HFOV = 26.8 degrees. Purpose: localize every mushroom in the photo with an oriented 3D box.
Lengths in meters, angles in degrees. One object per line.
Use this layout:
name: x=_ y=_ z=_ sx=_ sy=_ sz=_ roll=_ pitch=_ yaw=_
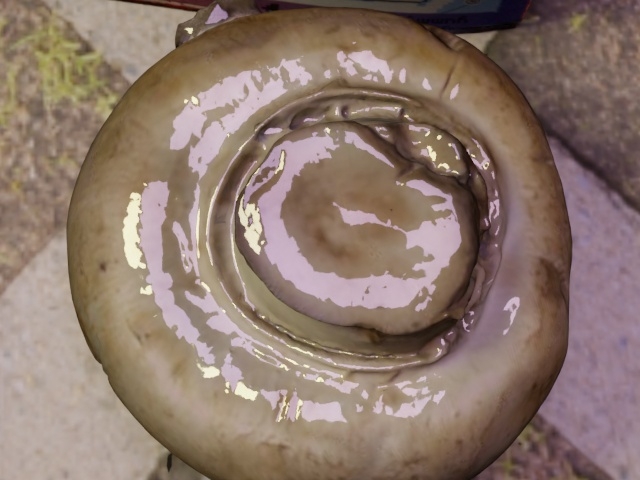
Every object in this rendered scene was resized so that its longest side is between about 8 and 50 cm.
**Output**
mushroom: x=0.000 y=0.000 z=0.627 sx=0.255 sy=0.184 sz=0.254 roll=0 pitch=85 yaw=1

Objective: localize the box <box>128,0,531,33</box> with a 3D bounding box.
box: x=-0.010 y=-0.296 z=0.632 sx=0.319 sy=0.348 sz=0.256 roll=7 pitch=72 yaw=-3
